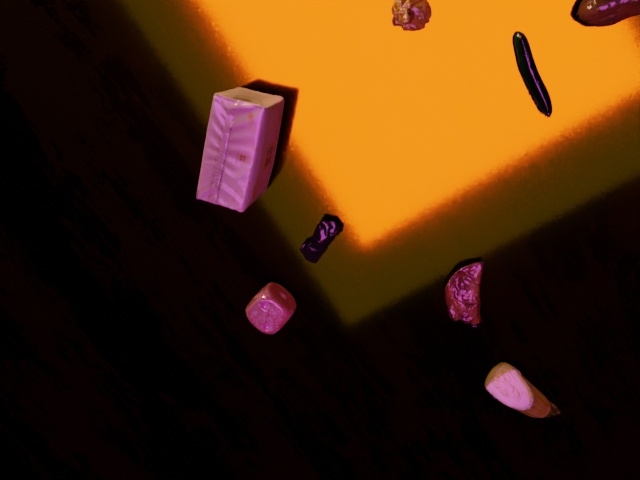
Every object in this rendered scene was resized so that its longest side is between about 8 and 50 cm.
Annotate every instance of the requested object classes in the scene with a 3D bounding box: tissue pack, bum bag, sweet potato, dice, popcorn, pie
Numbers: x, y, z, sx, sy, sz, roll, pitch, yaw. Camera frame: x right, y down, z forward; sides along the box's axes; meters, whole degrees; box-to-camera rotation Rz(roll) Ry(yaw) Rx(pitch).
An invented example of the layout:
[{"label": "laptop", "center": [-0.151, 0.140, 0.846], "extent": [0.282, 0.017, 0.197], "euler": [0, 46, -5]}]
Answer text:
[{"label": "tissue pack", "center": [-0.167, -0.200, 1.263], "extent": [0.124, 0.185, 0.225], "euler": [17, 111, 6]}, {"label": "bum bag", "center": [0.000, 0.001, 1.390], "extent": [0.058, 0.034, 0.124], "euler": [28, 113, -17]}, {"label": "sweet potato", "center": [0.605, -0.467, 1.109], "extent": [0.233, 0.062, 0.081], "euler": [-22, 86, 13]}, {"label": "dice", "center": [-0.120, 0.164, 1.437], "extent": [0.094, 0.093, 0.091], "euler": [41, 110, -5]}, {"label": "popcorn", "center": [0.179, -0.455, 1.173], "extent": [0.084, 0.084, 0.084], "euler": [3, 110, 8]}, {"label": "pie", "center": [0.339, 0.131, 1.386], "extent": [0.092, 0.034, 0.169], "euler": [-5, 110, 7]}]

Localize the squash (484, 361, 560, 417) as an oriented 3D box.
[{"label": "squash", "center": [0.503, 0.383, 1.430], "extent": [0.200, 0.075, 0.090], "euler": [34, 85, -6]}]

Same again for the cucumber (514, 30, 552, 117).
[{"label": "cucumber", "center": [0.431, -0.336, 1.202], "extent": [0.036, 0.033, 0.184], "euler": [-15, 108, 40]}]
